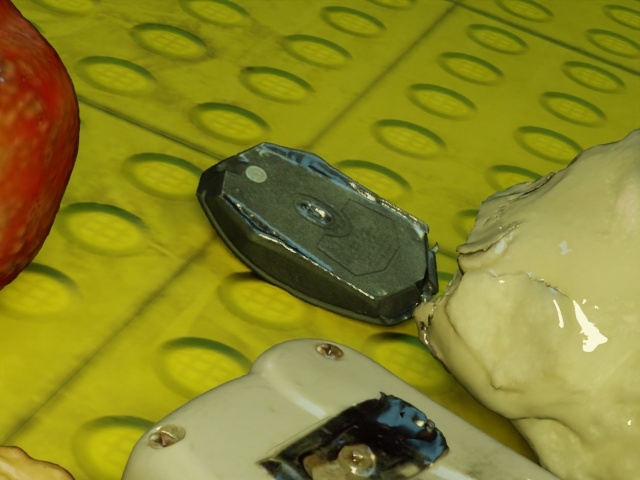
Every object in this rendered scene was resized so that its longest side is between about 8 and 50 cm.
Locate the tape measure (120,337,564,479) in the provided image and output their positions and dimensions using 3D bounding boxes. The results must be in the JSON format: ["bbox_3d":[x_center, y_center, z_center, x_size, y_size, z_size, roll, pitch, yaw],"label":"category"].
[{"bbox_3d":[0.026,0.179,1.003,0.258,0.130,0.265,34,32,23],"label":"tape measure"}]

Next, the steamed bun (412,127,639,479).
[{"bbox_3d":[0.281,0.060,1.173,0.394,0.237,0.347,17,41,-32],"label":"steamed bun"}]

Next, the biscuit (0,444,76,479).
[{"bbox_3d":[-0.203,0.170,0.961,0.183,0.061,0.118,16,26,-6],"label":"biscuit"}]

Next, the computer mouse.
[{"bbox_3d":[-0.002,0.003,1.368,0.231,0.071,0.126,29,42,4],"label":"computer mouse"}]

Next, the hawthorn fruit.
[{"bbox_3d":[-0.321,-0.096,1.187,0.287,0.287,0.330,11,15,-13],"label":"hawthorn fruit"}]
